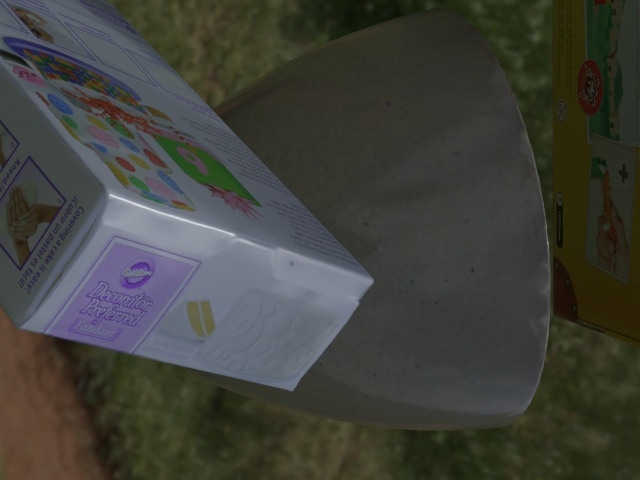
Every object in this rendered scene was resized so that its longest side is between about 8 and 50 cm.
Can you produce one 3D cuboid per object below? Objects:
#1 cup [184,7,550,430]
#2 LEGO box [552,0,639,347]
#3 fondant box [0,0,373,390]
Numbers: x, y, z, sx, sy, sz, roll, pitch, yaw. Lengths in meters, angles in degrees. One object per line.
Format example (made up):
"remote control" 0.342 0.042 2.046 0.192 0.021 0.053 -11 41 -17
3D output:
"cup" 0.000 0.000 1.302 0.331 0.237 0.331 171 -90 -75
"LEGO box" 0.356 -0.152 1.412 0.372 0.193 0.500 -157 -116 -70
"fondant box" -0.151 -0.061 1.034 0.238 0.330 0.096 19 111 -51
